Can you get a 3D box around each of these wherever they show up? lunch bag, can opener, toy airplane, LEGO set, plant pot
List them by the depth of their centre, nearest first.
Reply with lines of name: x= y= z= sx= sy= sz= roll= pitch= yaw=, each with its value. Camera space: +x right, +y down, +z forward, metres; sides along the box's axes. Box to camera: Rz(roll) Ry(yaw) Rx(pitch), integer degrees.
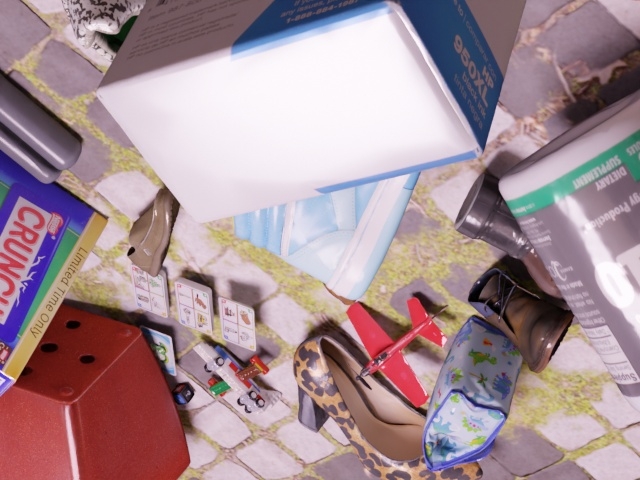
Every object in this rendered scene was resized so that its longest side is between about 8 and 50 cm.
can opener: x=-0.407 y=-0.157 z=1.832 sx=0.283 sy=0.095 sz=0.076 roll=41 pitch=134 yaw=-18
lunch bag: x=0.174 y=0.191 z=1.913 sx=0.096 sy=0.129 sz=0.151 roll=27 pitch=136 yaw=-4
toy airplane: x=0.096 y=0.126 z=1.921 sx=0.151 sy=0.028 sz=0.151 roll=4 pitch=100 yaw=23
LEGO set: x=-0.147 y=0.133 z=2.064 sx=0.182 sy=0.060 sz=0.244 roll=19 pitch=137 yaw=22
plant pot: x=-0.345 y=0.229 z=2.067 sx=0.267 sy=0.267 sz=0.236 roll=15 pitch=124 yaw=20

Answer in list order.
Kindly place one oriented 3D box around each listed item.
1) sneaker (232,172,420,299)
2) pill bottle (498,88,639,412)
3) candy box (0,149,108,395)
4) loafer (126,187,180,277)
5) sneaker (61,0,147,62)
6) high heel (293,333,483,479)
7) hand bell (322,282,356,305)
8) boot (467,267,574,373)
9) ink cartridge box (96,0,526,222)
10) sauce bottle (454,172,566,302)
sneaker: x=0.006 y=-0.113 z=1.620 sx=0.208 sy=0.127 sz=0.319 roll=22 pitch=104 yaw=-1
pill bottle: x=0.348 y=0.043 z=1.563 sx=0.204 sy=0.204 sz=0.361 roll=-30 pitch=94 yaw=40
candy box: x=-0.451 y=0.006 z=1.884 sx=0.317 sy=0.268 sz=0.122 roll=36 pitch=139 yaw=-15
loafer: x=-0.203 y=-0.010 z=1.922 sx=0.050 sy=0.056 sz=0.148 roll=17 pitch=136 yaw=-3
sneaker: x=-0.141 y=-0.184 z=1.552 sx=0.158 sy=0.182 sz=0.410 roll=-22 pitch=154 yaw=25
high heel: x=0.084 y=0.212 z=1.991 sx=0.261 sy=0.093 sz=0.186 roll=20 pitch=144 yaw=16
hand bell: x=0.000 y=0.000 z=1.837 sx=0.126 sy=0.126 sz=0.242 roll=-1 pitch=144 yaw=23
boot: x=0.214 y=0.085 z=1.766 sx=0.106 sy=0.082 sz=0.219 roll=31 pitch=180 yaw=3
ink cartridge box: x=0.023 y=-0.227 z=1.377 sx=0.285 sy=0.395 sz=0.166 roll=-12 pitch=129 yaw=31
sauce bottle: x=0.311 y=0.031 z=1.716 sx=0.344 sy=0.111 sz=0.111 roll=27 pitch=136 yaw=-5
